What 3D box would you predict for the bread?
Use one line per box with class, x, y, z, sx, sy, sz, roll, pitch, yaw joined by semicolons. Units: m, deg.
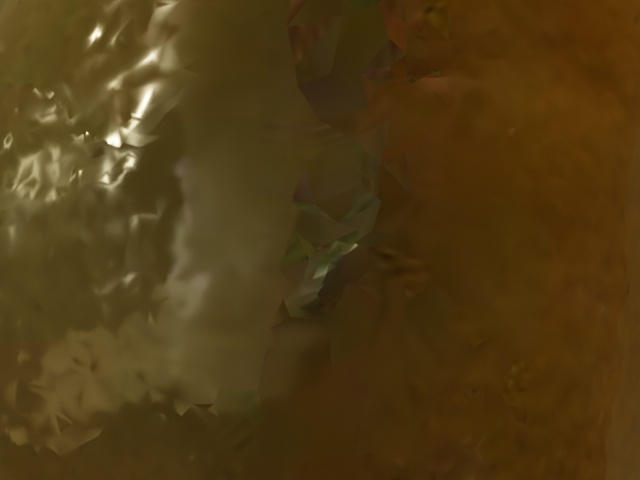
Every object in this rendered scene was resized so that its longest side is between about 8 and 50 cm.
bread;0.000;0.000;0.742;0.253;0.348;0.376;90;16;-71
